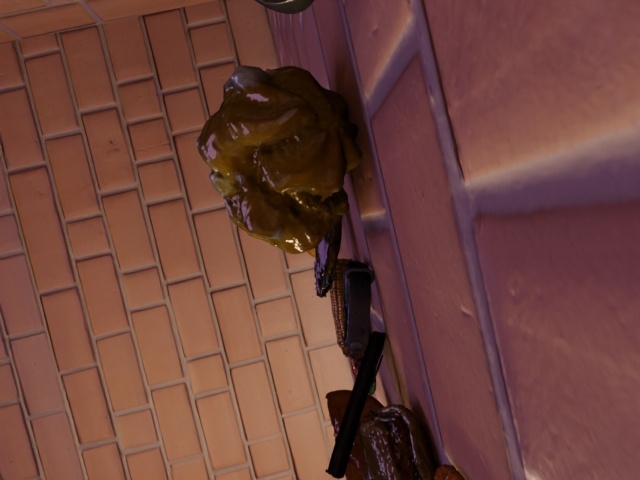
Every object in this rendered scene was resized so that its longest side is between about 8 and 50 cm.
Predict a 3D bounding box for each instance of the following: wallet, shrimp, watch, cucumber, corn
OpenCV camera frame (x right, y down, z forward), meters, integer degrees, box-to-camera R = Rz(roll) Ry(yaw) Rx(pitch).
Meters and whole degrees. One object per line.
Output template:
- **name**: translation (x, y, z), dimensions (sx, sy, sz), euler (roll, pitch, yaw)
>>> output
- **wallet**: translation (0.087, 0.376, 0.935), dimensions (0.172, 0.045, 0.318), euler (80, -149, -60)
- **shrimp**: translation (0.012, -0.020, 1.189), dimensions (0.233, 0.071, 0.364), euler (-157, 71, -81)
- **watch**: translation (0.087, 0.150, 0.970), dimensions (0.193, 0.068, 0.206), euler (-87, -1, -66)
- **cucumber**: translation (0.173, 0.499, 1.435), dimensions (0.220, 0.046, 0.070), euler (78, 175, -52)
- **corn**: translation (0.085, 0.209, 1.216), dimensions (0.115, 0.115, 0.317), euler (-120, 18, -80)

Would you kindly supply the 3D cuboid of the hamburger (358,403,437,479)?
- **hamburger**: translation (0.159, 0.415, 0.787), dimensions (0.206, 0.130, 0.183), euler (122, 137, -60)

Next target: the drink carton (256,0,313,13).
- **drink carton**: translation (-0.059, -0.386, 0.515), dimensions (0.189, 0.191, 0.185), euler (-85, 20, -77)

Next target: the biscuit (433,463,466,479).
- **biscuit**: translation (0.210, 0.445, 0.553), dimensions (0.254, 0.035, 0.253), euler (166, 90, -87)

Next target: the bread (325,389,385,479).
- **bread**: translation (0.142, 0.589, 1.144), dimensions (0.194, 0.179, 0.340), euler (77, 175, -49)

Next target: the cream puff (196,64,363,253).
- **cream puff**: translation (-0.043, -0.161, 0.795), dimensions (0.378, 0.276, 0.378), euler (30, -125, -57)

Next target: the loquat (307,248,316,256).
- **loquat**: translation (0.000, 0.000, 1.593), dimensions (0.163, 0.137, 0.163), euler (174, 90, -69)

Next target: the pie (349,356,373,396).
- **pie**: translation (0.169, 0.555, 1.681), dimensions (0.218, 0.054, 0.204), euler (-112, 9, -58)
